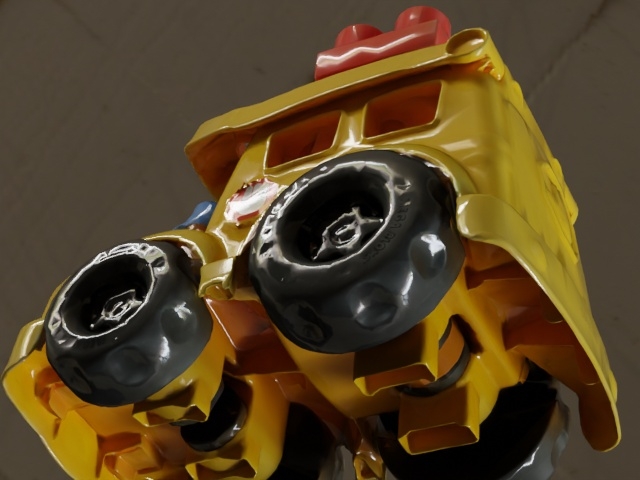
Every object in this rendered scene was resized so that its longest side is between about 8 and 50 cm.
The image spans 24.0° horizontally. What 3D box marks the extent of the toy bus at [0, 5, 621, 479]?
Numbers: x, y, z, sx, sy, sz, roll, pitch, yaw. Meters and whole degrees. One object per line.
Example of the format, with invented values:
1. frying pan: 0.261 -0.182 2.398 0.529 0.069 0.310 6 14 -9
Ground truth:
1. toy bus: 0.000 0.000 0.629 0.220 0.149 0.211 -16 -134 21
